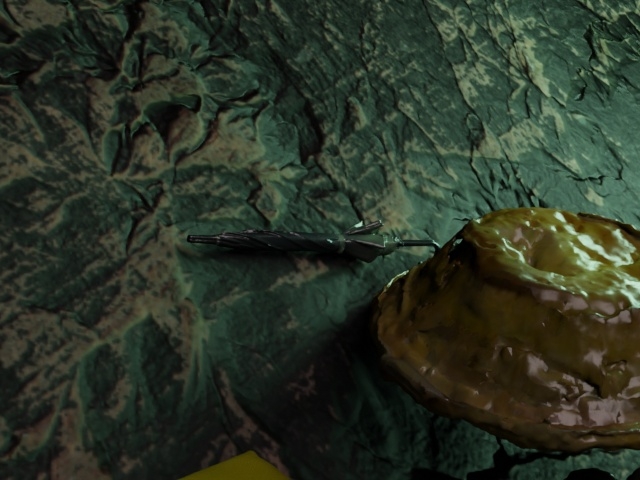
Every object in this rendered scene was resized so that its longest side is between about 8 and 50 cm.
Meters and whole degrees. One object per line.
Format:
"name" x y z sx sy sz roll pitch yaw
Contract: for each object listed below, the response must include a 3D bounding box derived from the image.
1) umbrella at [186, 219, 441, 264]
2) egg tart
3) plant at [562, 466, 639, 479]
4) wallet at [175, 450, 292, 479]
"umbrella" 0.002 -0.005 1.177 0.269 0.044 0.044 6 22 -32
"egg tart" 0.206 0.063 1.102 0.341 0.129 0.341 8 26 -4
"plant" 0.275 0.290 1.000 0.188 0.199 0.276 41 33 -14
"wallet" -0.031 0.231 0.866 0.141 0.067 0.241 -14 28 -37
